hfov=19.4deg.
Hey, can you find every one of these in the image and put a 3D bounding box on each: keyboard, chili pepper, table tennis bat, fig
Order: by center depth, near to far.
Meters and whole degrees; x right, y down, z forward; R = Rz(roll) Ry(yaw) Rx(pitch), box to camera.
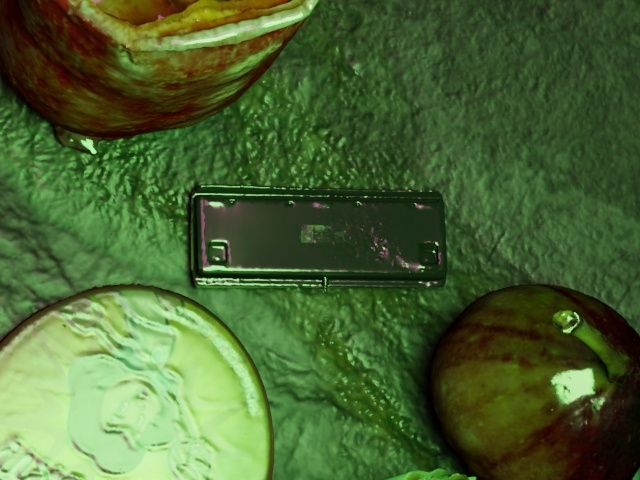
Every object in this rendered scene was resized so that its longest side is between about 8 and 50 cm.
[{"bbox_3d":[-0.129,-0.211,1.478,0.251,0.305,0.229,-3,81,-14],"label":"chili pepper"},{"bbox_3d":[-0.195,0.230,1.532,0.268,0.051,0.415,29,73,-10],"label":"table tennis bat"},{"bbox_3d":[0.213,0.124,1.555,0.186,0.249,0.204,-22,88,-35],"label":"fig"},{"bbox_3d":[0.000,0.000,1.627,0.230,0.025,0.094,1,80,-16],"label":"keyboard"}]

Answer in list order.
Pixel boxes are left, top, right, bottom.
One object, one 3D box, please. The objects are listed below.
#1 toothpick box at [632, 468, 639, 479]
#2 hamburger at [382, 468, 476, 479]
[{"bbox_3d":[0.334,0.199,1.628,0.101,0.153,0.101,2,81,-16],"label":"toothpick box"},{"bbox_3d":[0.104,0.299,1.549,0.235,0.125,0.214,13,98,-1],"label":"hamburger"}]
